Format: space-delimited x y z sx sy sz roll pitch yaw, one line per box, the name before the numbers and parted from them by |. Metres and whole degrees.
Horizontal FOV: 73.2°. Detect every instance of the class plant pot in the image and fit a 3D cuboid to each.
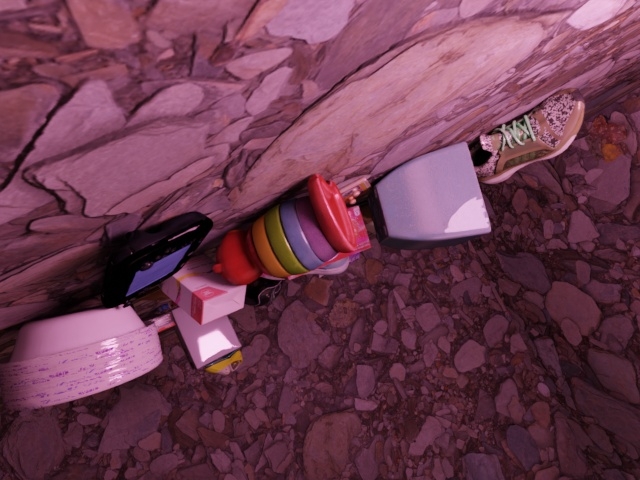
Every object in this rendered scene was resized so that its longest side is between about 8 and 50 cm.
plant pot | 0.272 -0.096 1.195 0.252 0.247 0.248 -12 172 -5

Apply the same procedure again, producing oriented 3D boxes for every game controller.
game controller | -0.292 0.043 0.752 0.166 0.067 0.319 -22 173 -34

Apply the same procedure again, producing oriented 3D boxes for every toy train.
toy train | -0.501 0.216 1.513 0.158 0.027 0.036 -25 172 -9

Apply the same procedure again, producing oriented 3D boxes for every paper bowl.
paper bowl | -0.475 0.213 0.865 0.284 0.148 0.284 -11 179 0

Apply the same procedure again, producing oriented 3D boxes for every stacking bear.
stacking bear | -0.086 0.002 0.895 0.289 0.164 0.175 -23 175 15

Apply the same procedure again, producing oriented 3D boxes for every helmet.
helmet | -0.225 0.163 1.586 0.169 0.169 0.161 -21 155 -41

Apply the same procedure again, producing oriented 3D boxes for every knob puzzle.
knob puzzle | 0.046 -0.098 1.138 0.213 0.030 0.213 -26 174 -3

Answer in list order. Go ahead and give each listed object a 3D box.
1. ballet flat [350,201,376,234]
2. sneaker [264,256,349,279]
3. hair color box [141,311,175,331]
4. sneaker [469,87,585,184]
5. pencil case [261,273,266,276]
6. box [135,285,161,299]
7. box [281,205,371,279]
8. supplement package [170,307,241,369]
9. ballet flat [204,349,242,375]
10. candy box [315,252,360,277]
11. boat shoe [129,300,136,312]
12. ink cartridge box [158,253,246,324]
ballet flat | 0.216 -0.084 1.514 0.116 0.124 0.342 -29 173 39
sneaker | -0.065 0.015 1.325 0.318 0.127 0.208 -6 143 -6
hair color box | -0.599 0.299 1.546 0.093 0.053 0.167 -21 -178 -39
sneaker | 0.559 -0.286 1.258 0.182 0.158 0.410 -3 158 -28
pencil case | -0.163 0.052 1.073 0.098 0.095 0.209 -70 -166 -14
box | -0.395 0.121 1.181 0.164 0.021 0.201 -26 173 -6
box | -0.013 0.004 1.151 0.256 0.123 0.128 -21 -173 -24
supplement package | -0.497 0.386 1.842 0.204 0.262 0.145 -23 173 -30
ballet flat | -0.401 0.530 1.840 0.077 0.077 0.231 -28 174 19
candy box | 0.051 0.019 1.528 0.196 0.070 0.165 -23 130 -31
boat shoe | -0.547 0.206 1.185 0.133 0.042 0.049 -30 175 43
ink cartridge box | -0.275 0.095 0.965 0.115 0.198 0.067 -19 129 -47
